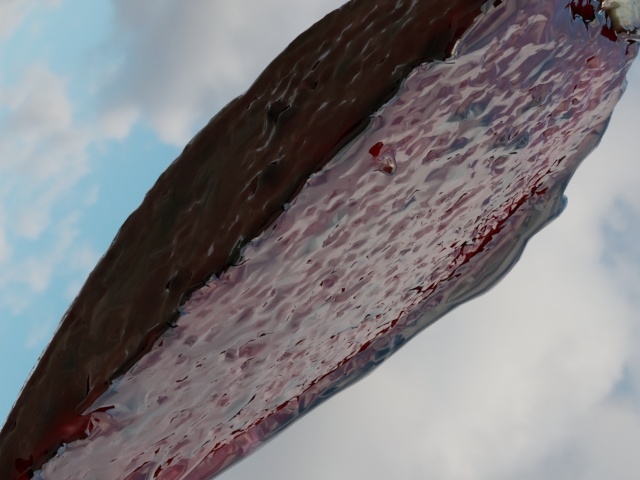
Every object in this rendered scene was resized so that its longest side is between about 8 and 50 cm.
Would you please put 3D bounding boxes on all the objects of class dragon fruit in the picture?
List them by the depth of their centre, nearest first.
[{"bbox_3d":[0.000,0.000,0.510,0.343,0.282,0.100,-46,-115,18],"label":"dragon fruit"}]
